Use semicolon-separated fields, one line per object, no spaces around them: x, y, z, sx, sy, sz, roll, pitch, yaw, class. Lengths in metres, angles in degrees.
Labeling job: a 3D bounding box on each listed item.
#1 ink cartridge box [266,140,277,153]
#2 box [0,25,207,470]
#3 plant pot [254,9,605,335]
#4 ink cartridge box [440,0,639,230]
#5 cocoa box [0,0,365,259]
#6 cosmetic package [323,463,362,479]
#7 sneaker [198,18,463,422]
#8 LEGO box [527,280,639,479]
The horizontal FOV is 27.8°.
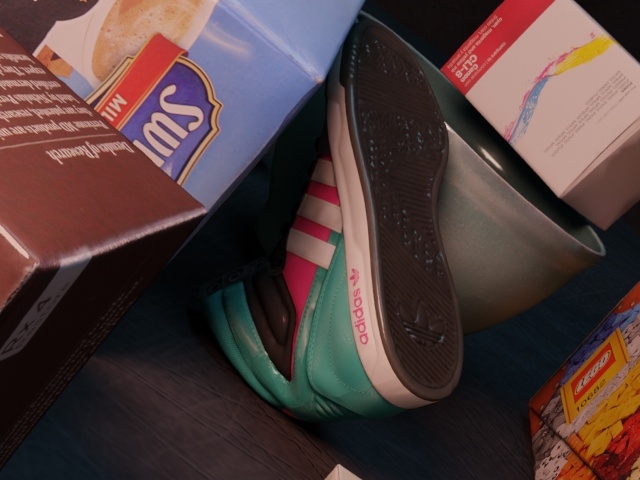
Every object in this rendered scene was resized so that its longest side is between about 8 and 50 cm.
-0.095;-0.213;1.314;0.159;0.092;0.217;20;52;-53;ink cartridge box
-0.189;-0.007;0.486;0.203;0.168;0.167;41;14;4;box
0.069;-0.025;1.101;0.293;0.196;0.293;41;14;-12;plant pot
0.224;-0.121;1.138;0.176;0.127;0.128;52;16;31;ink cartridge box
-0.123;-0.143;0.830;0.228;0.231;0.347;40;24;-9;cocoa box
0.043;0.185;0.737;0.115;0.041;0.060;37;16;-11;cosmetic package
0.000;0.000;0.902;0.124;0.178;0.295;28;48;-38;sneaker
0.422;0.290;1.054;0.500;0.193;0.372;39;15;-4;LEGO box
